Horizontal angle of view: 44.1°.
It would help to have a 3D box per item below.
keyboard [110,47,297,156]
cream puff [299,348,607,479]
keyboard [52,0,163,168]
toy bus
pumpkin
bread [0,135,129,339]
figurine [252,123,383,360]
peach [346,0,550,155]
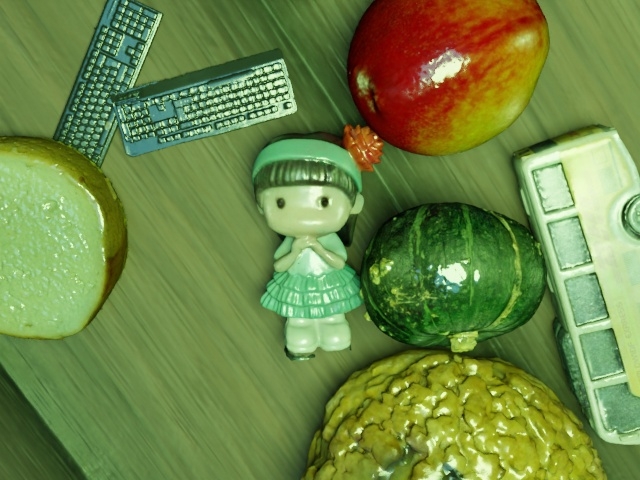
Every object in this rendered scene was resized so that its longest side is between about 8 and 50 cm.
[{"bbox_3d":[-0.128,-0.150,0.864,0.196,0.015,0.074,-14,103,1],"label":"keyboard"},{"bbox_3d":[0.140,0.284,0.831,0.327,0.231,0.343,-10,100,1],"label":"cream puff"},{"bbox_3d":[-0.239,-0.170,0.870,0.063,0.010,0.198,25,101,-4],"label":"keyboard"},{"bbox_3d":[0.311,0.050,0.844,0.138,0.097,0.343,-16,99,8],"label":"toy bus"},{"bbox_3d":[0.132,0.038,0.806,0.190,0.190,0.146,13,66,0],"label":"pumpkin"},{"bbox_3d":[-0.326,-0.003,0.872,0.236,0.070,0.236,1,104,4],"label":"bread"},{"bbox_3d":[0.000,0.000,0.848,0.137,0.110,0.246,-4,104,-6],"label":"figurine"},{"bbox_3d":[0.113,-0.172,0.765,0.197,0.197,0.197,0,101,2],"label":"peach"}]
